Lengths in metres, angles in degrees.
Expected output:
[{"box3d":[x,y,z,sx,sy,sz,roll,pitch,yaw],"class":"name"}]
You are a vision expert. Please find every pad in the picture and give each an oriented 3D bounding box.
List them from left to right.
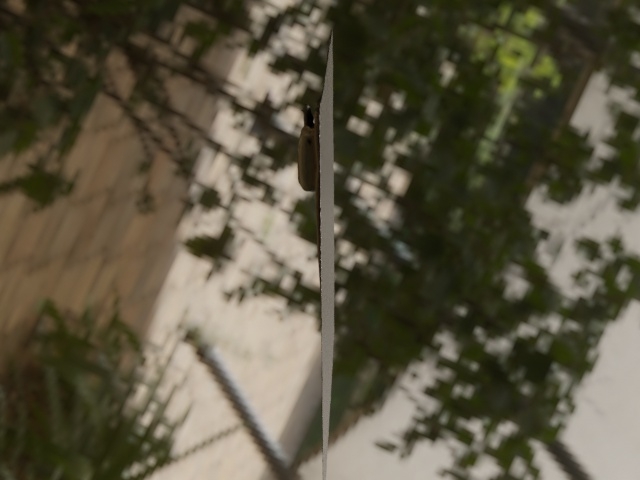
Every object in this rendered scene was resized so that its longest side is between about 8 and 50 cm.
[{"box3d":[0.001,0.000,0.800,0.265,0.009,0.160,-83,172,-77],"class":"pad"}]
